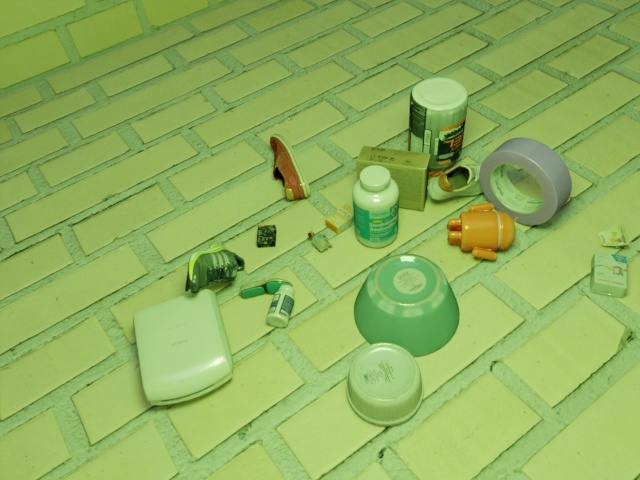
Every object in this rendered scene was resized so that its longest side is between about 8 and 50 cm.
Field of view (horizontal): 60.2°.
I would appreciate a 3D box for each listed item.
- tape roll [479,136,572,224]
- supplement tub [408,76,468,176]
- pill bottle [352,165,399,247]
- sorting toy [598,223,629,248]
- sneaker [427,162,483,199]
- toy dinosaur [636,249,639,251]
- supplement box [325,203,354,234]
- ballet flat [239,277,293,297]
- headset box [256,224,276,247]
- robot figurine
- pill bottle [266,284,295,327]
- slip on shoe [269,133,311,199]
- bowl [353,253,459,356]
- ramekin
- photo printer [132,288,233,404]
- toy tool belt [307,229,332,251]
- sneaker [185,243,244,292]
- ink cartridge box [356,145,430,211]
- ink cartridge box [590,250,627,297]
[{"bbox_3d":[0.644,-0.185,1.751,0.090,0.275,0.275,-40,56,-24],"label":"tape roll"},{"bbox_3d":[0.404,-0.387,1.930,0.193,0.316,0.194,-3,50,4],"label":"supplement tub"},{"bbox_3d":[0.175,-0.109,1.752,0.146,0.264,0.146,-4,49,5],"label":"pill bottle"},{"bbox_3d":[0.910,-0.006,1.720,0.075,0.045,0.083,-3,49,15],"label":"sorting toy"},{"bbox_3d":[0.508,-0.209,1.860,0.290,0.123,0.106,-20,80,-26],"label":"sneaker"},{"bbox_3d":[1.008,0.093,1.603,0.112,0.064,0.211,2,49,11],"label":"toy dinosaur"},{"bbox_3d":[0.072,-0.074,1.885,0.098,0.036,0.062,-38,56,-24],"label":"supplement box"},{"bbox_3d":[-0.170,0.138,1.723,0.168,0.057,0.052,-8,39,0],"label":"ballet flat"},{"bbox_3d":[-0.182,-0.018,1.873,0.062,0.032,0.083,-4,48,3],"label":"headset box"},{"bbox_3d":[0.510,-0.028,1.733,0.219,0.128,0.158,-1,34,8],"label":"robot figurine"},{"bbox_3d":[-0.115,0.195,1.656,0.067,0.067,0.120,7,51,13],"label":"pill bottle"},{"bbox_3d":[-0.134,-0.275,2.040,0.101,0.123,0.331,-21,55,-6],"label":"slip on shoe"},{"bbox_3d":[0.245,0.158,1.580,0.311,0.163,0.312,-4,49,5],"label":"bowl"},{"bbox_3d":[0.168,0.366,1.443,0.207,0.109,0.207,-3,49,4],"label":"ramekin"},{"bbox_3d":[-0.390,0.306,1.567,0.256,0.107,0.307,-17,49,-8],"label":"photo printer"},{"bbox_3d":[0.000,0.000,1.830,0.051,0.052,0.083,-8,43,-43],"label":"toy tool belt"},{"bbox_3d":[-0.320,0.085,1.688,0.121,0.111,0.300,13,19,8],"label":"sneaker"},{"bbox_3d":[0.247,-0.211,1.878,0.234,0.193,0.088,10,50,15],"label":"ink cartridge box"},{"bbox_3d":[0.848,0.100,1.625,0.088,0.052,0.122,11,53,16],"label":"ink cartridge box"}]
